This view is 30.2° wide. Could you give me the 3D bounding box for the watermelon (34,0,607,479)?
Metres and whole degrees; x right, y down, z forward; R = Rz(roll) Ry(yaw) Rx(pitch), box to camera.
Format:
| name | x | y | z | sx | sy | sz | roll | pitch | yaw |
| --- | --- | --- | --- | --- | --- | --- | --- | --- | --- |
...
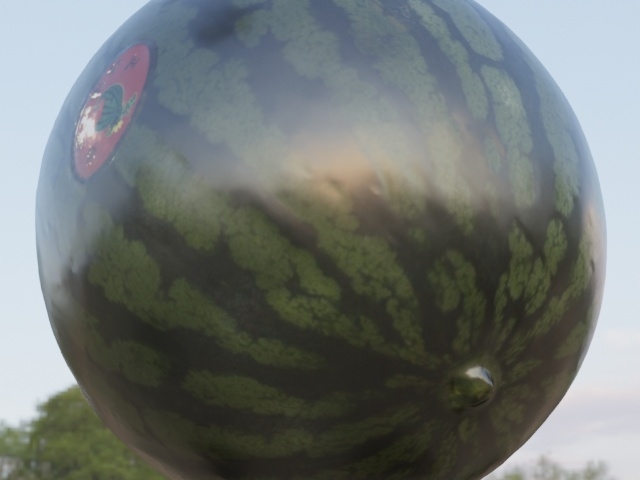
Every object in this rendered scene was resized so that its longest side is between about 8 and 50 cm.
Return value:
| name | x | y | z | sx | sy | sz | roll | pitch | yaw |
| --- | --- | --- | --- | --- | --- | --- | --- | --- | --- |
| watermelon | 0.000 | 0.000 | 0.438 | 0.212 | 0.212 | 0.212 | 0 | -19 | 0 |
